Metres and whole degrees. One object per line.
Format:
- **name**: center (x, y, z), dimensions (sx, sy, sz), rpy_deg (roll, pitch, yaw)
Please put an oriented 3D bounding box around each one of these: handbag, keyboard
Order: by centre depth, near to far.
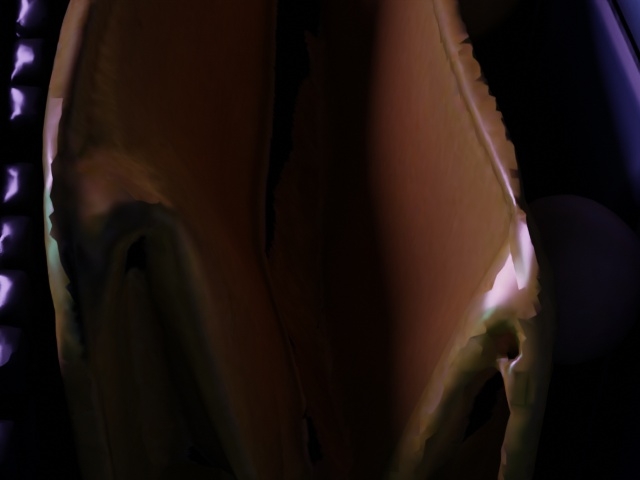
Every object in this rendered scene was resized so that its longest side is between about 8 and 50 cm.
- **keyboard**: center (-0.070, -0.005, 0.424), dimensions (0.106, 0.027, 0.317), rpy_deg (81, -174, -56)
- **handbag**: center (0.000, 0.000, 0.578), dimensions (0.401, 0.133, 0.283), rpy_deg (-91, 4, -55)
